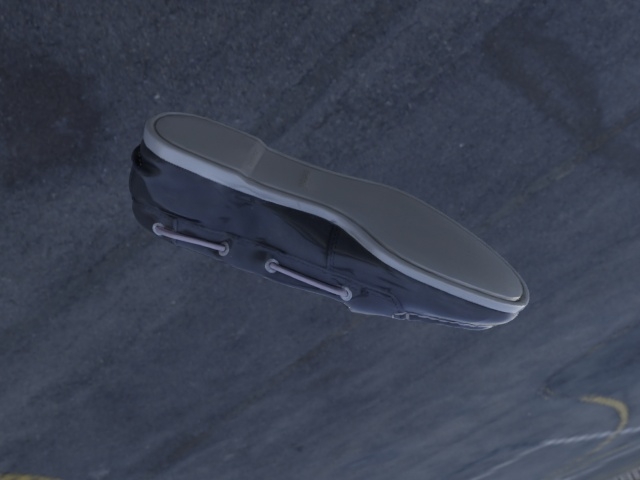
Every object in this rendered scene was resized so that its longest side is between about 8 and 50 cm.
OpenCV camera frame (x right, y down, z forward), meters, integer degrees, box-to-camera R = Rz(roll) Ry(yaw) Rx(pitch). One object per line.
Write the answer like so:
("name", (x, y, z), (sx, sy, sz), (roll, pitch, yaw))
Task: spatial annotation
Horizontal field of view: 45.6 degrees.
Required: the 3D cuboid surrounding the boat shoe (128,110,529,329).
("boat shoe", (0.000, 0.000, 0.626), (0.335, 0.112, 0.095), (25, 122, 3))
